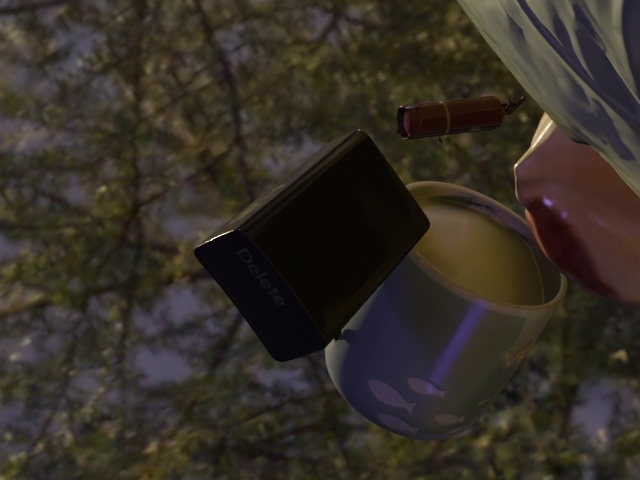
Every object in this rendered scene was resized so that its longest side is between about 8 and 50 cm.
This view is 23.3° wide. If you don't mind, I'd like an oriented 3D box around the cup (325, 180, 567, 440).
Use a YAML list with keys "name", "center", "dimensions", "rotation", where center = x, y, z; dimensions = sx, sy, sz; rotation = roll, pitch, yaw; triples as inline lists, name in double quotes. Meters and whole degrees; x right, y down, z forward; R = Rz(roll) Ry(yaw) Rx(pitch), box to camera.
- name: "cup"
  center: [0.110, 0.096, 2.057]
  dimensions: [0.357, 0.274, 0.259]
  rotation: [12, -147, -22]

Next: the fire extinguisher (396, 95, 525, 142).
- name: "fire extinguisher"
  center: [0.148, -0.129, 1.627]
  dimensions: [0.132, 0.056, 0.039]
  rotation: [-8, -115, -19]

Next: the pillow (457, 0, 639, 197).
- name: "pillow"
  center: [0.195, -0.079, 0.663]
  dimensions: [0.283, 0.310, 0.138]
  rotation: [43, -100, -14]

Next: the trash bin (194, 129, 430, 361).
- name: "trash bin"
  center: [0.000, 0.000, 1.756]
  dimensions: [0.225, 0.115, 0.165]
  rotation: [-43, -79, -33]

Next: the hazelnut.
- name: "hazelnut"
  center: [0.294, -0.069, 1.481]
  dimensions: [0.241, 0.261, 0.261]
  rotation: [4, -122, -11]
